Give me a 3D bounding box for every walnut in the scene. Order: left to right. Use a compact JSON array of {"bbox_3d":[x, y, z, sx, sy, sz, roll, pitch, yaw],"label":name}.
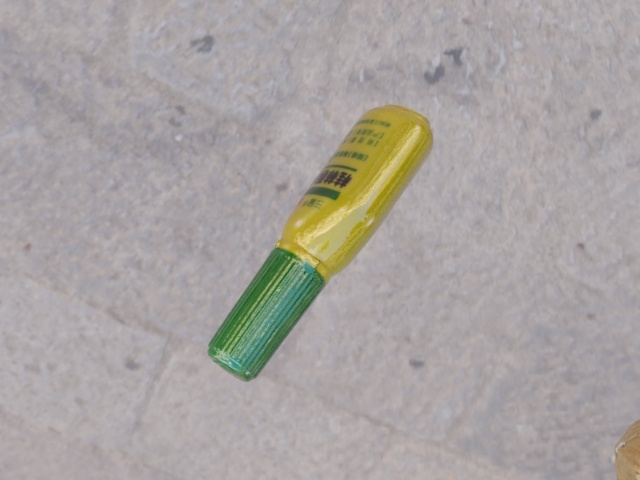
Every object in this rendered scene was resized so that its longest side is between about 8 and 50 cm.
[{"bbox_3d":[0.324,0.207,0.871,0.124,0.105,0.105,21,121,-8],"label":"walnut"}]

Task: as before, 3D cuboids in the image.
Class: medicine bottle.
[{"bbox_3d":[0.000,0.000,0.799,0.064,0.260,0.095,42,163,-24],"label":"medicine bottle"}]
